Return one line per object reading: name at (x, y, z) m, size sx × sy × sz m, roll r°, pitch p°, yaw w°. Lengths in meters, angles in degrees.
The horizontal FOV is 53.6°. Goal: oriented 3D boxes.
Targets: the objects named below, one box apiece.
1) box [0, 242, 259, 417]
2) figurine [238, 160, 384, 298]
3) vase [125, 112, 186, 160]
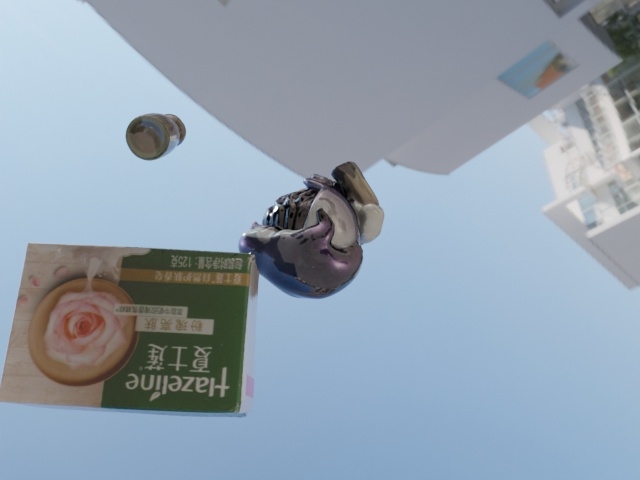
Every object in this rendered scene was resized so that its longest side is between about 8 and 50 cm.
box at (-0.155, 0.079, 0.546) m, size 0.081 × 0.198 × 0.135 m, roll 86°, pitch -174°, yaw -72°
figurine at (0.000, 0.000, 0.782) m, size 0.145 × 0.145 × 0.222 m, roll 57°, pitch -141°, yaw 1°
vase at (-0.195, -0.129, 0.764) m, size 0.053 × 0.053 × 0.101 m, roll 49°, pitch -169°, yaw -10°
